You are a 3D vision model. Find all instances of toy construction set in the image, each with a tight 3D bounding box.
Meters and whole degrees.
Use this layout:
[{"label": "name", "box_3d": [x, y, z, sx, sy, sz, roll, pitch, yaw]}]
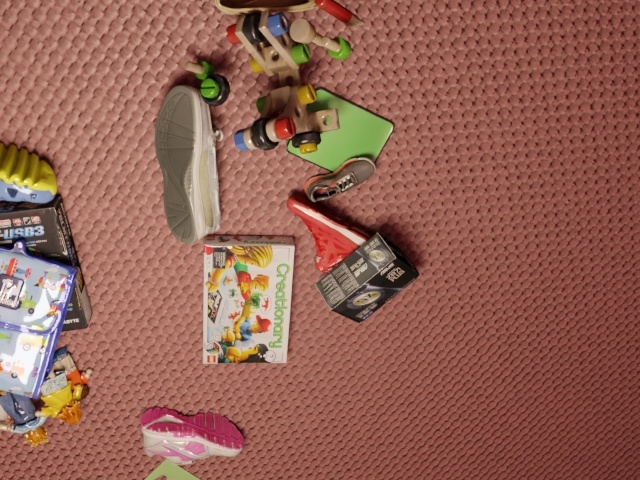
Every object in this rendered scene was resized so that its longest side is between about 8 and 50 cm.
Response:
[{"label": "toy construction set", "box_3d": [-0.035, -0.301, 1.370, 0.309, 0.257, 0.237, -37, 159, 26]}]

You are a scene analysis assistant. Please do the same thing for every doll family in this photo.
[{"label": "doll family", "box_3d": [-0.626, 0.368, 1.629, 0.263, 0.118, 0.163, -23, 119, -10]}]

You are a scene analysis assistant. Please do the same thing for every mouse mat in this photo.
[{"label": "mouse mat", "box_3d": [0.041, -0.212, 1.519, 0.190, 0.007, 0.152, 23, 111, -17]}]

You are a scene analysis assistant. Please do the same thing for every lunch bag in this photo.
[{"label": "lunch bag", "box_3d": [-0.625, 0.135, 1.468, 0.221, 0.138, 0.293, 17, 101, -13]}]

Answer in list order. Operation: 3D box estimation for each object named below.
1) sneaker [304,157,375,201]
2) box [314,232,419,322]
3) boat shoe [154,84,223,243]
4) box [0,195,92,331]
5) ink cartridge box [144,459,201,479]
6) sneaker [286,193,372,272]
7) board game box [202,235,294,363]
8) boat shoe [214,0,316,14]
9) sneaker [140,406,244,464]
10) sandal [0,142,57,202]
[{"label": "sneaker", "box_3d": [0.044, -0.116, 1.528, 0.158, 0.065, 0.061, -24, 121, 10]}, {"label": "box", "box_3d": [0.104, 0.085, 1.599, 0.180, 0.077, 0.147, -39, 148, 11]}, {"label": "boat shoe", "box_3d": [-0.249, -0.152, 1.461, 0.118, 0.103, 0.320, 17, 119, 34]}, {"label": "box", "box_3d": [-0.653, 0.066, 1.521, 0.296, 0.073, 0.293, -8, 116, -4]}, {"label": "ink cartridge box", "box_3d": [-0.352, 0.677, 1.879, 0.235, 0.056, 0.171, 38, 106, -25]}, {"label": "sneaker", "box_3d": [0.000, 0.000, 1.575, 0.221, 0.087, 0.128, 30, 107, -19]}, {"label": "board game box", "box_3d": [-0.163, 0.135, 1.636, 0.193, 0.053, 0.305, 0, 116, -9]}, {"label": "boat shoe", "box_3d": [-0.053, -0.459, 1.336, 0.285, 0.089, 0.104, -16, 117, -1]}, {"label": "sneaker", "box_3d": [-0.310, 0.480, 1.768, 0.252, 0.103, 0.111, 14, 118, -7]}, {"label": "sandal", "box_3d": [-0.665, -0.117, 1.410, 0.317, 0.126, 0.138, 12, 118, -5]}]
